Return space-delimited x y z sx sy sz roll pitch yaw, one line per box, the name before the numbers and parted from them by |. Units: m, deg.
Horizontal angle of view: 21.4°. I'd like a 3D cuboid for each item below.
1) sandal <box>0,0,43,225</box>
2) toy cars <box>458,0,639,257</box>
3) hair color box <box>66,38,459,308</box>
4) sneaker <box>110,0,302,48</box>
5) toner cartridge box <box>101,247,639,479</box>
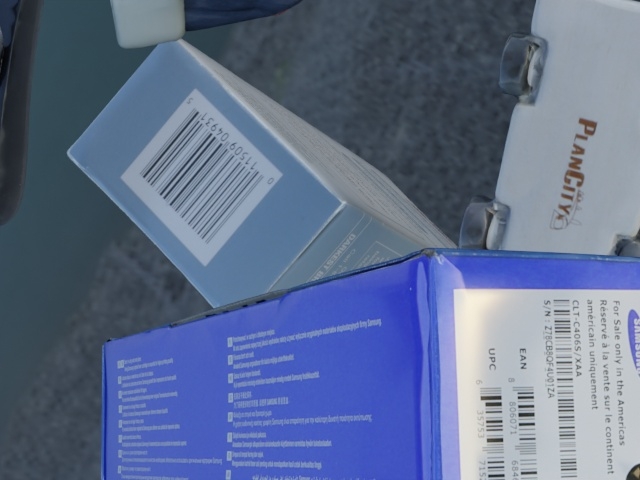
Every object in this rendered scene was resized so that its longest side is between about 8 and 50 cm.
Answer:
sandal | -0.216 -0.132 1.031 0.097 0.054 0.254 4 97 40
toy cars | 0.194 0.044 0.928 0.176 0.087 0.393 -26 95 24
hair color box | 0.000 0.000 1.228 0.113 0.374 0.185 -49 63 7
sneaker | -0.030 -0.171 0.696 0.148 0.350 0.131 -16 90 -6
toner cartridge box | 0.000 0.103 0.564 0.348 0.075 0.165 163 110 -69
